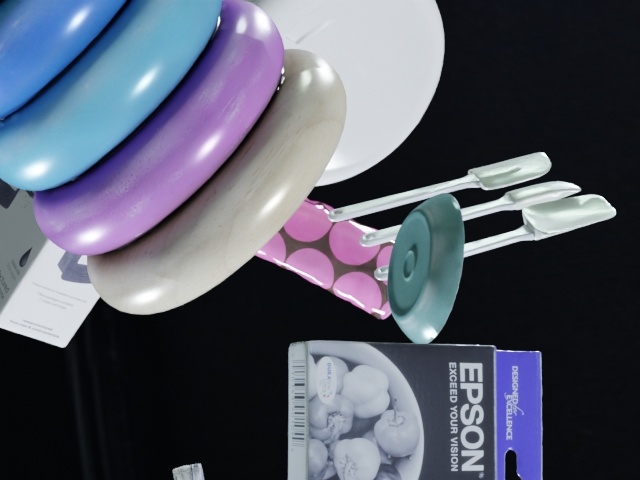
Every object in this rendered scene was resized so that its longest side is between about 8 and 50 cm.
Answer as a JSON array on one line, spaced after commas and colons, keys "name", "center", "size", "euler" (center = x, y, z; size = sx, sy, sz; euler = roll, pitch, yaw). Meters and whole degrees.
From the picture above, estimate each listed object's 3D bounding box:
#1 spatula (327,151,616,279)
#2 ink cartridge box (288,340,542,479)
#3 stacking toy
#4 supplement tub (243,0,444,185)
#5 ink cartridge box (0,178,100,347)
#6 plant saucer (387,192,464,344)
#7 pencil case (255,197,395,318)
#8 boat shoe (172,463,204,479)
[{"name": "spatula", "center": [0.142, -0.027, 1.523], "size": [0.168, 0.242, 0.019], "euler": [-125, -155, -54]}, {"name": "ink cartridge box", "center": [0.078, 0.177, 1.141], "size": [0.045, 0.208, 0.206], "euler": [165, -74, -67]}, {"name": "stacking toy", "center": [-0.145, -0.120, 0.630], "size": [0.141, 0.141, 0.330], "euler": [-35, -66, 27]}, {"name": "supplement tub", "center": [-0.051, -0.217, 1.484], "size": [0.228, 0.228, 0.316], "euler": [-60, -140, 17]}, {"name": "ink cartridge box", "center": [-0.273, -0.035, 1.698], "size": [0.237, 0.100, 0.172], "euler": [-54, -139, 15]}, {"name": "plant saucer", "center": [0.077, 0.020, 1.225], "size": [0.119, 0.021, 0.119], "euler": [-169, -90, -73]}, {"name": "pencil case", "center": [0.000, 0.000, 1.608], "size": [0.209, 0.098, 0.095], "euler": [29, -90, 8]}, {"name": "boat shoe", "center": [-0.126, 0.267, 1.535], "size": [0.035, 0.035, 0.100], "euler": [-8, -94, 1]}]
